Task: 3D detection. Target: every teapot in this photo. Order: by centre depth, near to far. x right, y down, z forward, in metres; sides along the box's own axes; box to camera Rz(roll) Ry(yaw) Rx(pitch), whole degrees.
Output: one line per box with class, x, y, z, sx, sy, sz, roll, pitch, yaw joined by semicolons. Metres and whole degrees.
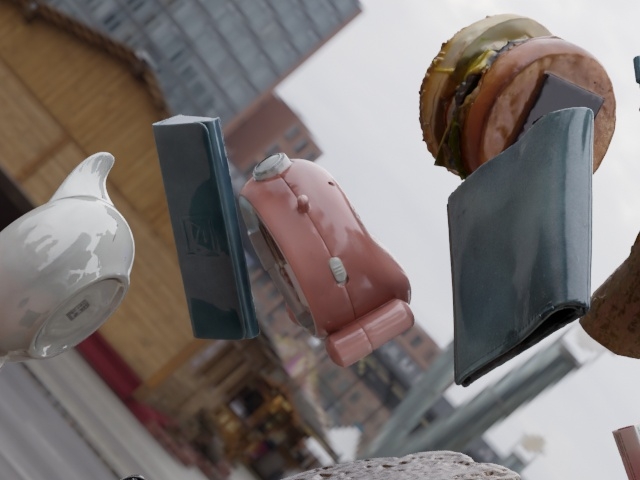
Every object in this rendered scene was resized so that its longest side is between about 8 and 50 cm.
teapot;-0.318;0.044;1.518;0.165;0.300;0.208;59;-9;6

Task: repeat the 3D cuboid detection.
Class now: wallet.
wallet;0.219;0.013;1.602;0.054;0.251;0.290;15;-29;-20

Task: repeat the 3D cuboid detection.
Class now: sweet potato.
sweet potato;0.461;0.018;1.793;0.131;0.336;0.131;19;35;-14

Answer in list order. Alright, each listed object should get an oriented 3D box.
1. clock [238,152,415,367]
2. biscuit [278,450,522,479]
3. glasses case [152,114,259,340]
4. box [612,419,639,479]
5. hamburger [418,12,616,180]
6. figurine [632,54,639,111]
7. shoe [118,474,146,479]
clock;0.000;0.000;1.698;0.241;0.142;0.227;61;-9;-20
biscuit;0.056;0.289;1.441;0.381;0.359;0.074;0;-79;52
glasses case;-0.140;-0.013;1.671;0.105;0.056;0.266;11;-65;57
box;0.486;0.324;2.065;0.043;0.089;0.125;-26;-100;45
hamburger;0.284;-0.193;2.100;0.225;0.291;0.291;37;-13;49
figurine;0.378;-0.194;1.524;0.140;0.068;0.075;79;12;-70
shoe;-0.261;0.353;1.936;0.062;0.053;0.159;71;15;10
